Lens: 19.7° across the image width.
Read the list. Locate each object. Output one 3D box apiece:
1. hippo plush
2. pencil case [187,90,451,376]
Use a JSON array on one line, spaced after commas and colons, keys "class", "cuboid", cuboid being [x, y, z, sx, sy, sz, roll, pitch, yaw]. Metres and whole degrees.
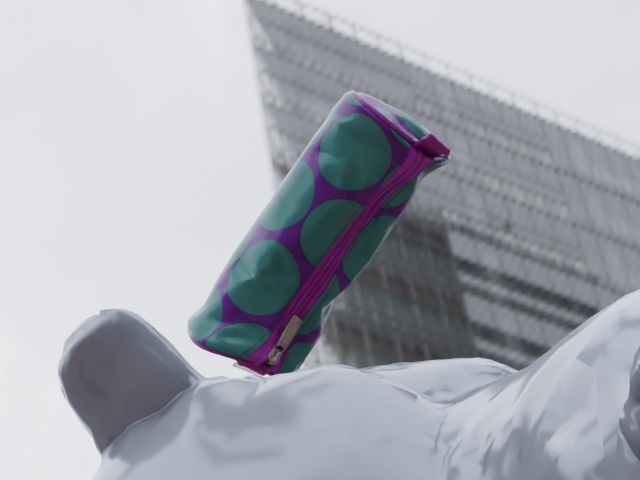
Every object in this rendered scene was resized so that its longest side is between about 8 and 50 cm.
[{"class": "hippo plush", "cuboid": [0.060, 0.108, 0.427, 0.236, 0.234, 0.294, -18, -9, 29]}, {"class": "pencil case", "cuboid": [0.000, 0.000, 0.918, 0.064, 0.070, 0.151, 30, -83, -31]}]
